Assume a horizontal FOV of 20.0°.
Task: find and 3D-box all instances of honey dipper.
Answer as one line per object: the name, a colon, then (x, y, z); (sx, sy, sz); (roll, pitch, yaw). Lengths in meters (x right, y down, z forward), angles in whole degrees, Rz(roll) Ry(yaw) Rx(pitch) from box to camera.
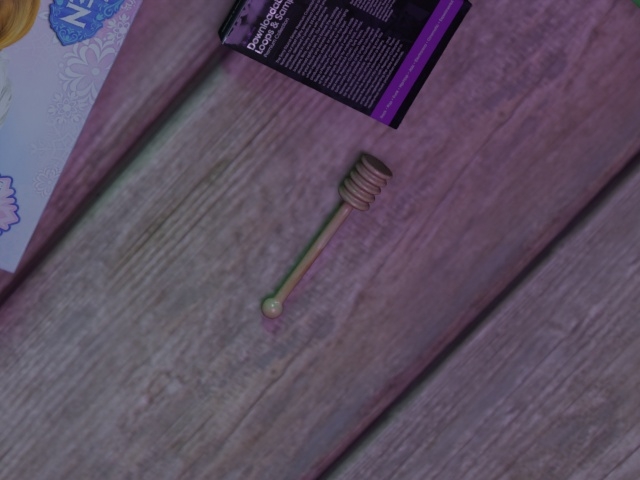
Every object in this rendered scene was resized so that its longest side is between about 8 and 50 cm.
honey dipper: (0.000, 0.000, 1.464); (0.030, 0.030, 0.161); (29, 111, -24)

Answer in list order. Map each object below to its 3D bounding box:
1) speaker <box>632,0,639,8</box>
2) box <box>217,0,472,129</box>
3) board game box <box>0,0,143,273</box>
speaker: (0.250, -0.254, 1.336); (0.296, 0.131, 0.131); (39, 103, -26)
box: (0.018, -0.169, 1.381); (0.162, 0.029, 0.116); (24, 108, -24)
board game box: (-0.304, -0.167, 1.284); (0.318, 0.066, 0.319); (19, 112, -21)
